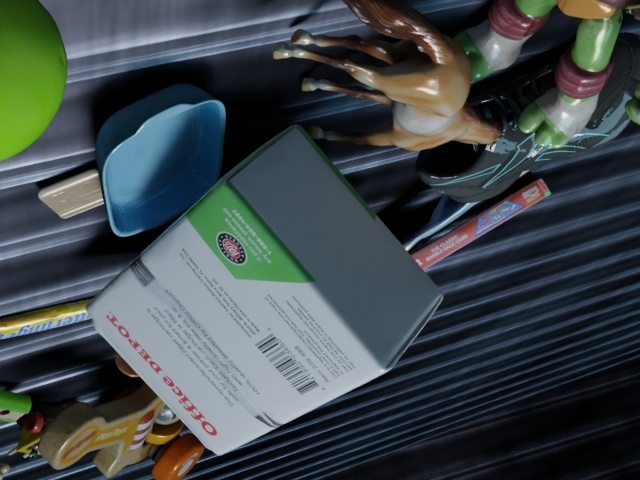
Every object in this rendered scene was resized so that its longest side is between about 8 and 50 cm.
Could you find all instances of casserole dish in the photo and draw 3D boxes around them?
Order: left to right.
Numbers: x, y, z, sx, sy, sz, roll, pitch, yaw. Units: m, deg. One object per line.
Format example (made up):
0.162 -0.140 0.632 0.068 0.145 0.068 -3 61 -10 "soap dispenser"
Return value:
-0.138 -0.069 0.817 0.114 0.037 0.188 -31 163 -20 "casserole dish"

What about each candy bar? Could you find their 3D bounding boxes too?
-0.300 0.087 1.078 0.161 0.018 0.040 -11 156 -26 "candy bar"

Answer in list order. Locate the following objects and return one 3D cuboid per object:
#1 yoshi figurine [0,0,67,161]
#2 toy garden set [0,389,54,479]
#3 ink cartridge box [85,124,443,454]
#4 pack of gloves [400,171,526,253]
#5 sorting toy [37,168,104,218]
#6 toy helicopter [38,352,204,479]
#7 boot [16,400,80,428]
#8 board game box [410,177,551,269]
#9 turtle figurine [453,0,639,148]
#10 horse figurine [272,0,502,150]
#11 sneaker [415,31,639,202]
-0.279 -0.049 0.565 0.362 0.203 0.203 -39 170 31 "yoshi figurine"
-0.461 0.283 1.267 0.244 0.049 0.204 -36 145 20 "toy garden set"
-0.065 0.059 0.918 0.289 0.211 0.121 -35 -172 46 "ink cartridge box"
0.151 -0.039 1.204 0.232 0.046 0.195 -36 175 27 "pack of gloves"
-0.203 -0.048 0.860 0.083 0.012 0.062 -22 161 -2 "sorting toy"
-0.240 0.223 1.287 0.235 0.140 0.355 -53 164 12 "toy helicopter"
-0.406 0.266 1.383 0.106 0.037 0.114 2 153 -44 "boot"
0.166 0.004 1.258 0.281 0.027 0.145 -31 177 9 "board game box"
0.170 -0.160 0.727 0.198 0.274 0.266 15 158 -1 "turtle figurine"
0.062 -0.125 0.782 0.174 0.066 0.263 9 164 10 "horse figurine"
0.214 -0.121 0.990 0.267 0.101 0.106 -36 153 30 "sneaker"
